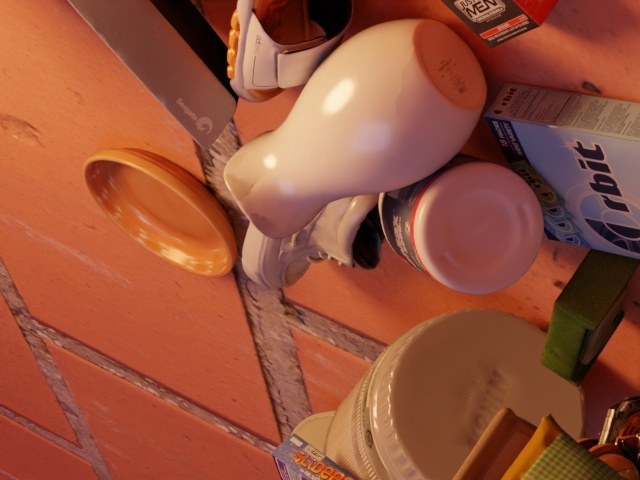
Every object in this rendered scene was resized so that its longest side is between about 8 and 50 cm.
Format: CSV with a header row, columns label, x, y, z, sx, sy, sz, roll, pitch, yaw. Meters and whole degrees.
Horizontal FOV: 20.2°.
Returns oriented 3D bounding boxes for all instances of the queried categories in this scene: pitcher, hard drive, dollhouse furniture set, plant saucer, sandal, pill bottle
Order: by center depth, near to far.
label,x,y,z,sx,sy,sz,roll,pitch,yaw
sandal,-0.019,-0.184,1.422,0.076,0.102,0.265,31,154,16
pitcher,0.042,-0.102,1.468,0.207,0.178,0.125,-33,99,37
dollhouse furniture set,0.242,0.173,1.502,0.197,0.301,0.151,32,159,13
pill bottle,0.109,-0.020,1.511,0.108,0.108,0.180,41,178,-14
hard drive,-0.159,-0.201,1.523,0.255,0.054,0.172,48,-168,-12
plant saucer,-0.171,-0.036,1.981,0.200,0.037,0.200,29,155,15

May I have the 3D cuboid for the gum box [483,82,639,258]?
label,x,y,z,sx,sy,sz,roll,pitch,yaw
gum box,0.237,-0.047,1.420,0.184,0.041,0.157,15,150,41

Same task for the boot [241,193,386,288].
label,x,y,z,sx,sy,sz,roll,pitch,yaw
boot,0.000,0.000,1.748,0.123,0.095,0.258,36,156,15

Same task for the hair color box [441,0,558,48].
label,x,y,z,sx,sy,sz,roll,pitch,yaw
hair color box,0.101,-0.206,1.295,0.141,0.043,0.072,42,156,-14

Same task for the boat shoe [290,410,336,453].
label,x,y,z,sx,sy,sz,roll,pitch,yaw
boat shoe,0.098,0.290,2.149,0.302,0.114,0.091,19,146,34

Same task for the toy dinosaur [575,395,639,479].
label,x,y,z,sx,sy,sz,roll,pitch,yaw
toy dinosaur,0.256,0.252,1.637,0.321,0.218,0.164,-4,-174,-3

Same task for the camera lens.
label,x,y,z,sx,sy,sz,roll,pitch,yaw
camera lens,0.129,0.202,1.807,0.219,0.219,0.274,34,156,2

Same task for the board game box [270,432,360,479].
label,x,y,z,sx,sy,sz,roll,pitch,yaw
board game box,0.027,0.297,1.808,0.136,0.035,0.201,31,151,37
